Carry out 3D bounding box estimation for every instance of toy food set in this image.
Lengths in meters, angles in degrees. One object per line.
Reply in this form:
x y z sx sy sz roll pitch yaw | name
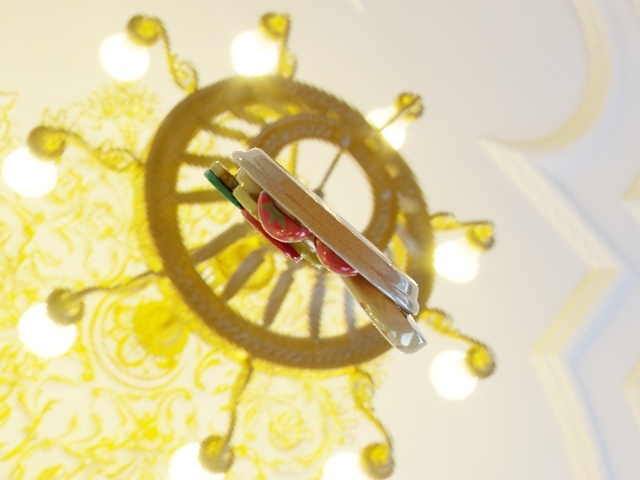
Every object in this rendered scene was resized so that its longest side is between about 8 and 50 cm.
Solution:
0.000 0.000 0.426 0.020 0.082 0.083 -49 -56 3 | toy food set
